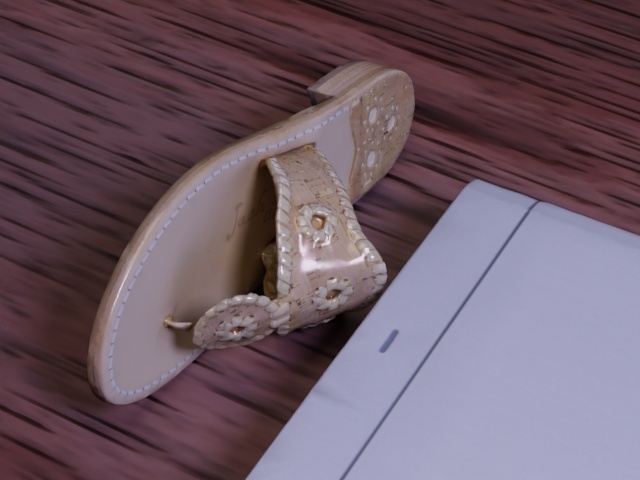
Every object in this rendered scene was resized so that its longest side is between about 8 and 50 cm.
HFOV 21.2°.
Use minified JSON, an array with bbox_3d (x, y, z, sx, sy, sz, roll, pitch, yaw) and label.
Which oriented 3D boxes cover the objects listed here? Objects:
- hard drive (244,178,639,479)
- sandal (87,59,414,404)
[{"bbox_3d":[0.168,0.111,0.653,0.353,0.047,0.233,21,47,20],"label":"hard drive"},{"bbox_3d":[0.000,-0.005,0.746,0.079,0.088,0.240,17,40,25],"label":"sandal"}]
